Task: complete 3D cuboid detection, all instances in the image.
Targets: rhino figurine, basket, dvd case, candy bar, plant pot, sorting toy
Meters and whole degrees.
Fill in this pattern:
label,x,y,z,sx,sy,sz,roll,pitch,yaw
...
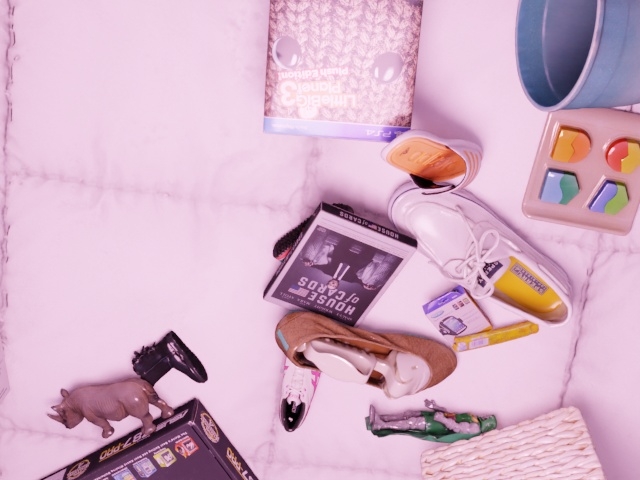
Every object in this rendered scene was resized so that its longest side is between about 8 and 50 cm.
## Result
label,x,y,z,sx,sy,sz,roll,pitch,yaw
rhino figurine,-0.396,0.302,2.015,0.243,0.073,0.106,-10,127,23
basket,0.364,0.513,1.937,0.329,0.266,0.331,-19,128,9
dvd case,0.030,0.050,1.877,0.179,0.029,0.238,21,131,-14
candy bar,0.310,0.167,1.954,0.162,0.018,0.040,-13,134,-6
plant pot,0.463,-0.320,1.658,0.255,0.271,0.271,2,113,-15
sorting toy,0.452,-0.117,1.845,0.193,0.038,0.208,10,112,-2

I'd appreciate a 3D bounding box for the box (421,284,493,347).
label,x,y,z,sx,sy,sz,roll,pitch,yaw
box,0.236,0.129,1.929,0.081,0.028,0.136,-30,131,13

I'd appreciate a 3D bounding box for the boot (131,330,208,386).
label,x,y,z,sx,sy,sz,roll,pitch,yaw
boot,-0.275,0.231,2.003,0.099,0.045,0.121,-37,99,12

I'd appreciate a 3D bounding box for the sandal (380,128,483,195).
label,x,y,z,sx,sy,sz,roll,pitch,yaw
sandal,0.183,-0.109,1.753,0.102,0.265,0.076,-38,68,27

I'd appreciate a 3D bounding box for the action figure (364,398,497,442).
label,x,y,z,sx,sy,sz,roll,pitch,yaw
action figure,0.205,0.328,2.001,0.232,0.137,0.063,3,99,-9

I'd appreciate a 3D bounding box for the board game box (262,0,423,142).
label,x,y,z,sx,sy,sz,roll,pitch,yaw
board game box,0.035,-0.314,1.724,0.232,0.141,0.290,4,112,0

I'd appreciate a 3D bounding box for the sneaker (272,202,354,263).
label,x,y,z,sx,sy,sz,roll,pitch,yaw
sneaker,0.000,0.000,1.904,0.161,0.057,0.075,-34,122,13

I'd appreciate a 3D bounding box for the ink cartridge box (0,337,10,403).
label,x,y,z,sx,sy,sz,roll,pitch,yaw
ink cartridge box,-0.678,0.174,1.956,0.197,0.114,0.272,-3,111,3

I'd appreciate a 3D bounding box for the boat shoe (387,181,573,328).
label,x,y,z,sx,sy,sz,roll,pitch,yaw
boat shoe,0.271,0.039,1.849,0.367,0.156,0.136,35,109,-12

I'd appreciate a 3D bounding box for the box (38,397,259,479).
label,x,y,z,sx,sy,sz,roll,pitch,yaw
box,-0.312,0.515,2.092,0.395,0.097,0.318,-28,111,12

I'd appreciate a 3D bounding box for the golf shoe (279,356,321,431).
label,x,y,z,sx,sy,sz,roll,pitch,yaw
golf shoe,-0.035,0.255,1.984,0.068,0.086,0.186,8,109,0

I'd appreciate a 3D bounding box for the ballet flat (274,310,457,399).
label,x,y,z,sx,sy,sz,roll,pitch,yaw
ballet flat,0.085,0.211,1.915,0.343,0.124,0.116,18,115,-16
